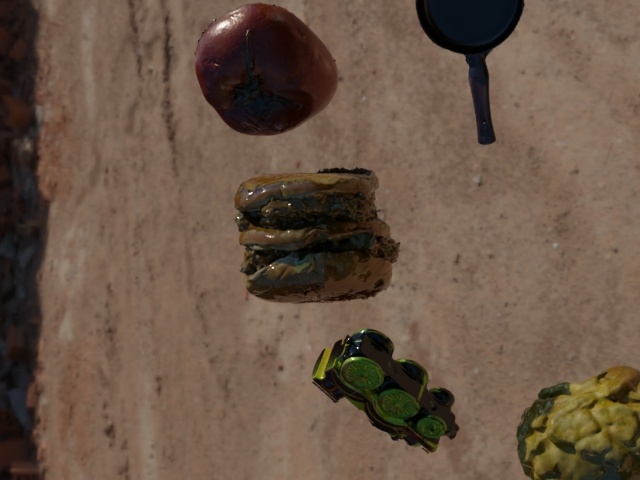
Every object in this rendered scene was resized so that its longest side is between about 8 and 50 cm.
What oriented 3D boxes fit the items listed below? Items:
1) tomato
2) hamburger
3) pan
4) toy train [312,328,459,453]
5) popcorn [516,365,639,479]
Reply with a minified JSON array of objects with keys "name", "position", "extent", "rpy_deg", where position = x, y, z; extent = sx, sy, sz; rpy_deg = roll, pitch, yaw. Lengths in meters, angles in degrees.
[{"name":"tomato","position":[-0.088,-0.241,1.402],"extent":[0.228,0.228,0.101],"rpy_deg":[-43,30,44]},{"name":"hamburger","position":[0.003,-0.009,1.387],"extent":[0.245,0.261,0.211],"rpy_deg":[-2,92,61]},{"name":"pan","position":[0.170,-0.209,0.985],"extent":[0.115,0.040,0.212],"rpy_deg":[-7,104,17]},{"name":"toy train","position":[0.129,0.292,1.734],"extent":[0.161,0.296,0.100],"rpy_deg":[-36,18,37]},{"name":"popcorn","position":[0.413,0.299,1.307],"extent":[0.250,0.250,0.190],"rpy_deg":[-60,1,29]}]
